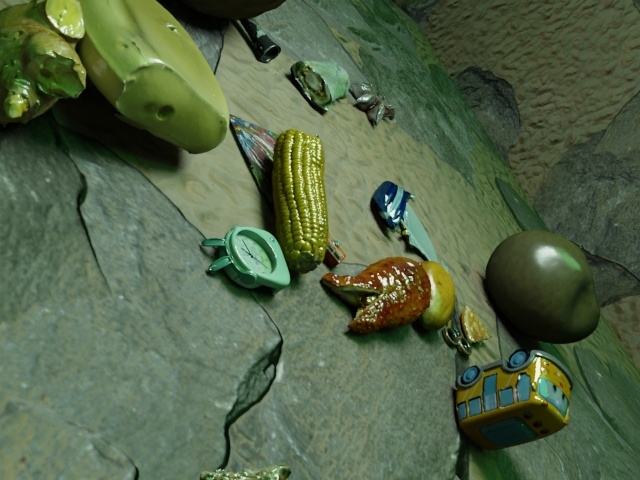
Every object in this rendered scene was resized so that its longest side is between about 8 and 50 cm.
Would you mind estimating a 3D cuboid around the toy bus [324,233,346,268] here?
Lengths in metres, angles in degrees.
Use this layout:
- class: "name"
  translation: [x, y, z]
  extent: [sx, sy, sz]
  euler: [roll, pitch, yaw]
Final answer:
- class: "toy bus"
  translation: [0.000, 0.000, 1.068]
  extent: [0.110, 0.031, 0.043]
  euler: [50, 34, -4]

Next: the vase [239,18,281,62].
- class: "vase"
  translation: [-0.165, -0.515, 1.404]
  extent: [0.167, 0.059, 0.059]
  euler: [56, 28, 8]

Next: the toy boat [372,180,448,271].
- class: "toy boat"
  translation: [0.242, -0.019, 1.423]
  extent: [0.291, 0.067, 0.220]
  euler: [49, 27, -12]

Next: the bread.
- class: "bread"
  translation: [0.124, 0.094, 1.075]
  extent: [0.269, 0.095, 0.139]
  euler: [-5, 53, -53]

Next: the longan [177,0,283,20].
- class: "longan"
  translation: [-0.205, -0.670, 1.185]
  extent: [0.436, 0.404, 0.403]
  euler: [13, 46, -51]

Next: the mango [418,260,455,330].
- class: "mango"
  translation: [0.237, 0.117, 1.220]
  extent: [0.115, 0.089, 0.164]
  euler: [27, 40, -39]

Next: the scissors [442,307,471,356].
- class: "scissors"
  translation: [0.302, 0.169, 1.332]
  extent: [0.088, 0.017, 0.220]
  euler: [35, 32, -22]

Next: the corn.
- class: "corn"
  translation: [-0.035, -0.079, 1.013]
  extent: [0.102, 0.102, 0.312]
  euler: [31, 37, -34]

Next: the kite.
- class: "kite"
  translation: [-0.099, -0.168, 1.141]
  extent: [0.234, 0.016, 0.321]
  euler: [43, 28, -13]

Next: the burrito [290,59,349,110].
- class: "burrito"
  translation: [0.013, -0.429, 1.541]
  extent: [0.144, 0.089, 0.229]
  euler: [51, 29, -7]

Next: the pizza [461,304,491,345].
- class: "pizza"
  translation: [0.353, 0.213, 1.351]
  extent: [0.100, 0.029, 0.099]
  euler: [49, 36, 0]

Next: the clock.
- class: "clock"
  translation: [-0.110, 0.026, 0.861]
  extent: [0.135, 0.041, 0.101]
  euler: [16, 44, -46]

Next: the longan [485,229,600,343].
- class: "longan"
  translation: [0.609, 0.133, 1.580]
  extent: [0.350, 0.289, 0.288]
  euler: [55, 26, -18]

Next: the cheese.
- class: "cheese"
  translation: [-0.264, -0.281, 0.860]
  extent: [0.315, 0.128, 0.259]
  euler: [55, 7, 29]

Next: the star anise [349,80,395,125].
- class: "star anise"
  translation: [0.157, -0.436, 1.786]
  extent: [0.171, 0.063, 0.208]
  euler: [51, 28, 3]

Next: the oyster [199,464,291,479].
- class: "oyster"
  translation: [-0.062, 0.289, 0.614]
  extent: [0.177, 0.056, 0.105]
  euler: [47, 35, -19]

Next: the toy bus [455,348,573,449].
- class: "toy bus"
  translation: [0.350, 0.299, 1.056]
  extent: [0.126, 0.210, 0.136]
  euler: [44, 39, -17]

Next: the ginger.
- class: "ginger"
  translation: [-0.345, -0.212, 0.684]
  extent: [0.102, 0.157, 0.216]
  euler: [55, 19, -52]
